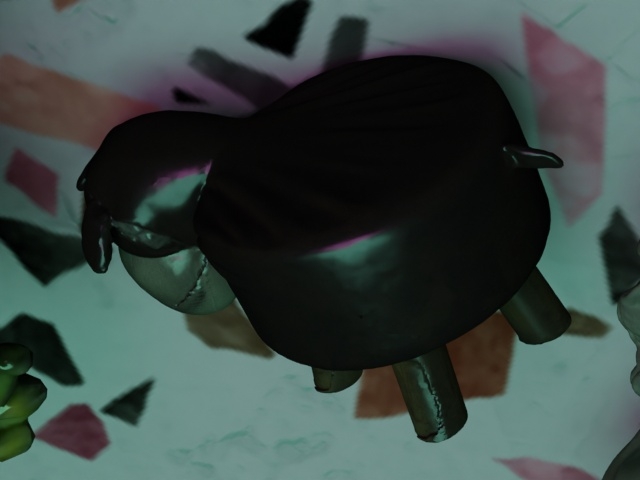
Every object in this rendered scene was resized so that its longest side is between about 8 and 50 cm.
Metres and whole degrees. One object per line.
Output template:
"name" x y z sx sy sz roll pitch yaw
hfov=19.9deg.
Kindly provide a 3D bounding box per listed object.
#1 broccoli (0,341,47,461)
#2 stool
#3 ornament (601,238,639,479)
"broccoli" -0.266 0.002 0.653 0.324 0.334 0.272 -4 98 -18
"stool" 0.000 0.000 0.707 0.217 0.125 0.121 -3 130 27
"ornament" 0.171 0.094 0.736 0.120 0.130 0.285 11 130 11
